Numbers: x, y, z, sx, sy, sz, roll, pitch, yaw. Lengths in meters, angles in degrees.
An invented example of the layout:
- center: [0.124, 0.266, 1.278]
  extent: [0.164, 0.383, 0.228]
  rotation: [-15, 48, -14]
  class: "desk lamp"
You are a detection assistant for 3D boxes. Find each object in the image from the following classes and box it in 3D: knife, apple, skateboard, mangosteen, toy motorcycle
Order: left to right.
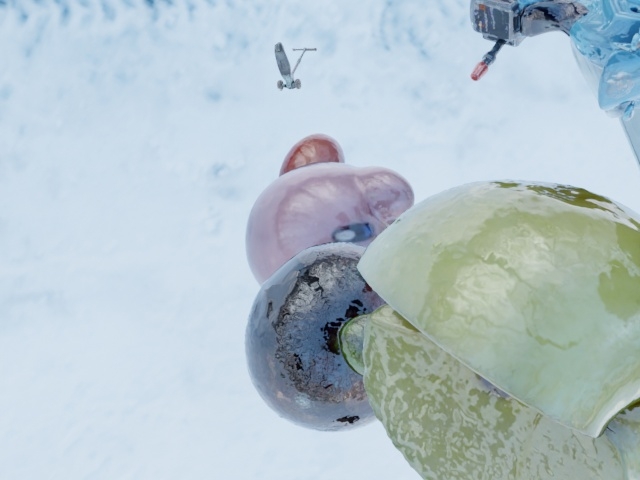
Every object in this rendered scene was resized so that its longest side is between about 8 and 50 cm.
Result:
- center: [-0.034, -0.226, 1.651]
  extent: [0.083, 0.032, 0.063]
  rotation: [-66, 147, -51]
  class: "skateboard"
- center: [0.031, 0.108, 1.503]
  extent: [0.216, 0.216, 0.216]
  rotation: [8, 67, -21]
  class: "mangosteen"
- center: [0.174, 0.076, 1.100]
  extent: [0.233, 0.295, 0.258]
  rotation: [-37, 48, -20]
  class: "apple"
- center: [0.275, -0.224, 1.416]
  extent: [0.272, 0.123, 0.182]
  rotation: [19, 53, 22]
  class: "toy motorcycle"
- center: [0.401, -0.153, 1.765]
  extent: [0.331, 0.044, 0.080]
  rotation: [58, 45, -29]
  class: "knife"

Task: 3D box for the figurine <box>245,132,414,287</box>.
- center: [-0.008, -0.001, 1.939]
  extent: [0.211, 0.261, 0.269]
  rotation: [-9, 105, -28]
  class: "figurine"
